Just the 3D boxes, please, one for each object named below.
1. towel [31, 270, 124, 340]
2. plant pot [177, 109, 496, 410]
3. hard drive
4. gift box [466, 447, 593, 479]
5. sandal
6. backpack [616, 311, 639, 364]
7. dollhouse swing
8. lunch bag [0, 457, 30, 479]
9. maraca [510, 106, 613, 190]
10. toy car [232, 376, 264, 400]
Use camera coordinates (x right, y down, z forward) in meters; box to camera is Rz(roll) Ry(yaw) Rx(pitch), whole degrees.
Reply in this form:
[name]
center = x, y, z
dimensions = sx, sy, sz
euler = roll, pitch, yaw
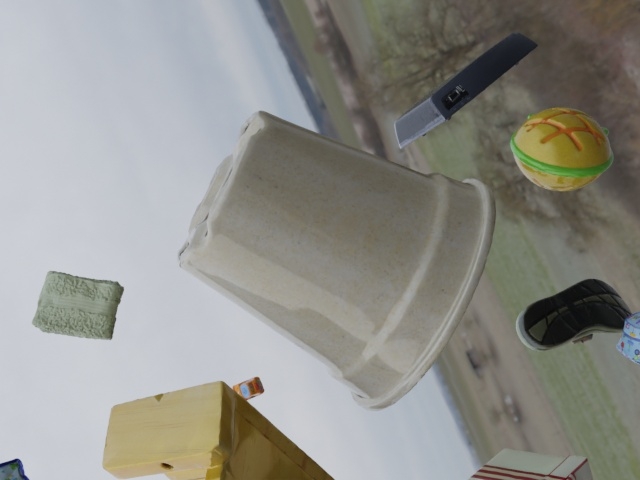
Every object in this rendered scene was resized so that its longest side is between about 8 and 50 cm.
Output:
[towel]
center = -0.416, 0.113, 1.545
dimensions = 0.027, 0.148, 0.110
euler = 55, -135, -76
[plant pot]
center = 0.000, 0.000, 1.146
dimensions = 0.305, 0.334, 0.334
euler = 28, -169, -12
[hard drive]
center = 0.245, -0.264, 1.556
dimensions = 0.054, 0.255, 0.172
euler = 53, 154, -4
[gift box]
center = 0.455, 0.623, 1.925
dimensions = 0.258, 0.276, 0.255
euler = -6, 111, 49
[sandal]
center = 0.488, 0.152, 1.754
dimensions = 0.120, 0.303, 0.086
euler = 66, 147, 26
[backpack]
center = 0.633, 0.163, 1.645
dimensions = 0.158, 0.173, 0.117
euler = -101, 3, -77
[dollhouse swing]
center = -0.123, 0.416, 1.178
dimensions = 0.347, 0.315, 0.305
euler = 48, -139, -30
[lunch bag]
center = -0.519, 0.422, 1.372
dimensions = 0.096, 0.151, 0.129
euler = 44, 129, 32
[maraca]
center = 0.308, -0.124, 1.143
dimensions = 0.185, 0.127, 0.099
euler = -55, -22, -56
[toy car]
center = -0.116, 0.295, 1.564
dimensions = 0.040, 0.060, 0.122
euler = -34, 59, 54
